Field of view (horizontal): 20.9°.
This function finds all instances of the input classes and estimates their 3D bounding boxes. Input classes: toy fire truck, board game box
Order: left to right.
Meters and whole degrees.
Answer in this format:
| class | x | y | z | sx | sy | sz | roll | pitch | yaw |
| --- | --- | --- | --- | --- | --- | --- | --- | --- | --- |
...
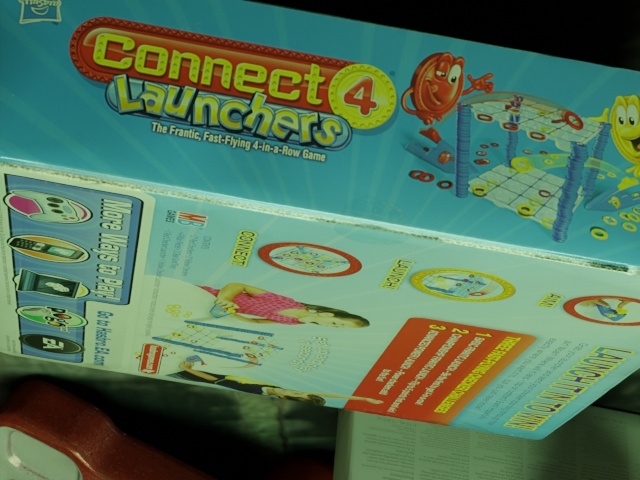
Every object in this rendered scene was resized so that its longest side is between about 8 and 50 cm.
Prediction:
| class | x | y | z | sx | sy | sz | roll | pitch | yaw |
| --- | --- | --- | --- | --- | --- | --- | --- | --- | --- |
| toy fire truck | -0.106 | 0.234 | 1.140 | 0.254 | 0.169 | 0.302 | 27 | 141 | 11 |
| board game box | 0.000 | 0.000 | 0.798 | 0.302 | 0.086 | 0.308 | 10 | 162 | -6 |

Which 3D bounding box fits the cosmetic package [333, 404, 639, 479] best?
| class | x | y | z | sx | sy | sz | roll | pitch | yaw |
| --- | --- | --- | --- | --- | --- | --- | --- | --- | --- |
| cosmetic package | 0.128 | 0.148 | 1.034 | 0.239 | 0.099 | 0.060 | 12 | 140 | -7 |
